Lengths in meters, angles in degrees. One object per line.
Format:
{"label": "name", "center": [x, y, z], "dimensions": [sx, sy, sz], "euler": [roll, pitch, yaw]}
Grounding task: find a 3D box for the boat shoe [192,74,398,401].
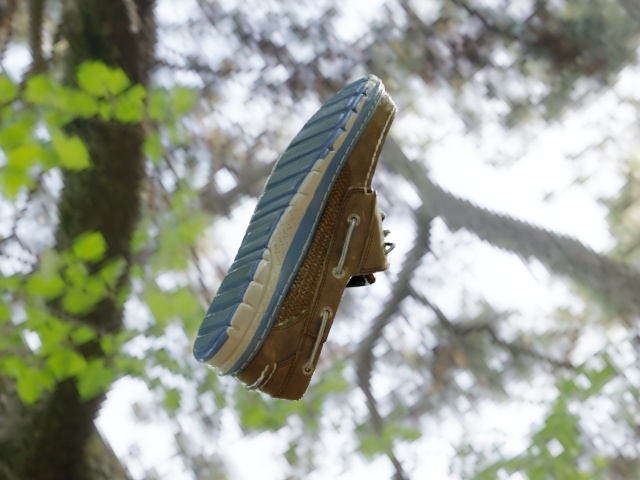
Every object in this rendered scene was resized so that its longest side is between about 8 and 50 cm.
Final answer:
{"label": "boat shoe", "center": [0.000, 0.000, 0.986], "dimensions": [0.066, 0.066, 0.183], "euler": [35, -110, -19]}
